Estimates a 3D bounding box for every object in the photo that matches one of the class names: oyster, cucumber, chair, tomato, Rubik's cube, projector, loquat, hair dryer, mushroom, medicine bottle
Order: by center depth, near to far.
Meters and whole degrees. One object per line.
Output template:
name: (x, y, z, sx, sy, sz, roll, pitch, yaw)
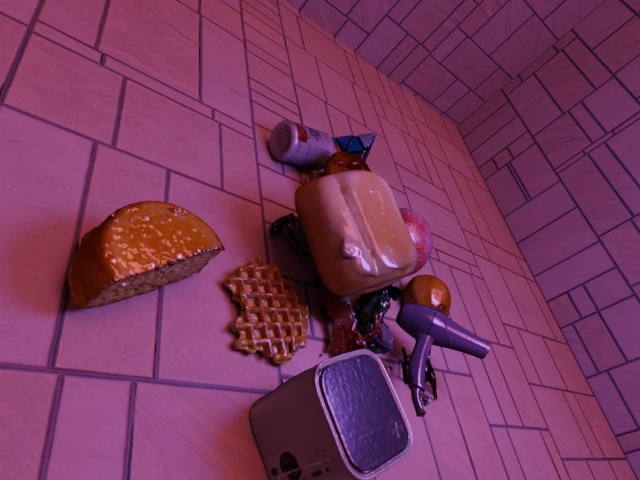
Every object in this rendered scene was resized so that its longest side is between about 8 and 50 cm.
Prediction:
projector: (0.023, 0.422, 1.036, 0.248, 0.249, 0.249, 1, 58, -48)
hair dryer: (0.351, 0.379, 1.383, 0.300, 0.121, 0.361, 24, 51, 5)
cucumber: (-0.133, -0.056, 1.503, 0.039, 0.039, 0.168, 48, 32, -2)
oyster: (0.000, 0.000, 1.509, 0.267, 0.112, 0.199, 17, 36, -39)
chair: (0.335, 0.456, 1.521, 0.084, 0.101, 0.213, -77, 157, -49)
mushroom: (0.086, -0.152, 1.708, 0.345, 0.259, 0.346, -14, 90, -73)
tomato: (0.308, 0.015, 1.721, 0.226, 0.270, 0.270, 21, 40, -9)
loquat: (0.414, 0.231, 1.734, 0.187, 0.176, 0.234, 23, 37, -9)
medicine bottle: (-0.050, -0.367, 1.786, 0.288, 0.157, 0.157, 5, 54, -46)
Rubik's cube: (0.151, -0.326, 2.050, 0.234, 0.284, 0.250, 25, 63, -64)

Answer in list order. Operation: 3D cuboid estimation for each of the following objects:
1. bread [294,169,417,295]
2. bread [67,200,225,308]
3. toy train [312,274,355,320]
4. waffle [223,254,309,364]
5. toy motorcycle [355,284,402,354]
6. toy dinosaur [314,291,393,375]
bread: (0.097, -0.026, 1.363, 0.347, 0.253, 0.376, -11, 72, -38)
bread: (-0.395, 0.012, 1.000, 0.340, 0.194, 0.179, -19, 80, -51)
toy train: (0.055, 0.177, 1.454, 0.132, 0.083, 0.200, 21, 44, -40)
waffle: (-0.145, 0.186, 1.241, 0.281, 0.058, 0.301, 31, 39, -25)
toy motorcycle: (0.185, 0.237, 1.450, 0.124, 0.187, 0.275, 32, 39, -24)
toy dinosaur: (0.100, 0.307, 1.284, 0.113, 0.206, 0.328, 80, 5, -75)
